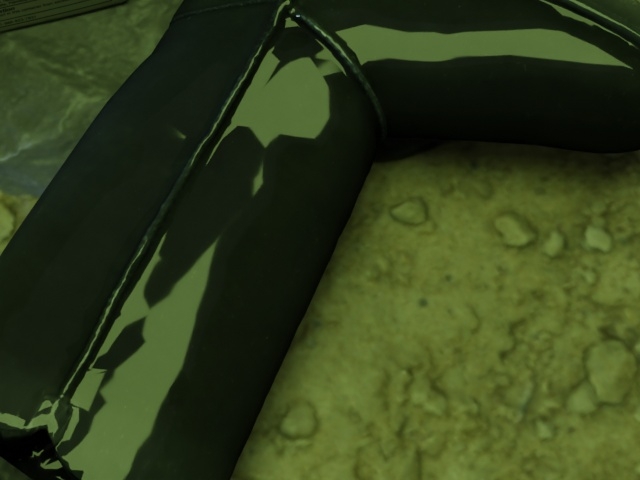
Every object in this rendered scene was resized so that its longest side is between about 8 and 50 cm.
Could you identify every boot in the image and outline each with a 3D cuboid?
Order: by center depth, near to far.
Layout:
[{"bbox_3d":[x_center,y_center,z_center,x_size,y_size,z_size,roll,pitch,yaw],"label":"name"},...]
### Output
[{"bbox_3d":[-0.002,-0.001,1.080,0.367,0.146,0.445,22,65,19],"label":"boot"}]

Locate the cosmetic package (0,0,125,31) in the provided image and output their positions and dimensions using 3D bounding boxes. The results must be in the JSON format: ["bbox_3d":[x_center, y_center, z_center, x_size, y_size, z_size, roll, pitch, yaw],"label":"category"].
[{"bbox_3d":[-0.232,-0.275,1.125,0.153,0.296,0.129,-12,68,-5],"label":"cosmetic package"}]
